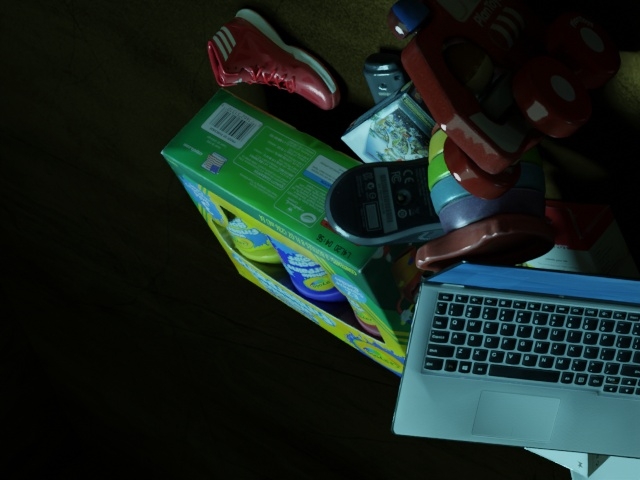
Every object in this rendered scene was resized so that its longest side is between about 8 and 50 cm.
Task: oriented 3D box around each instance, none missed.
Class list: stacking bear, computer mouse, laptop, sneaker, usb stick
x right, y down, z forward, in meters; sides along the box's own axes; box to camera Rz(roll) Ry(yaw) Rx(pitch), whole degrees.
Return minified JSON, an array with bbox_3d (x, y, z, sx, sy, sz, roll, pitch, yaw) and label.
[{"bbox_3d":[0.209,-0.118,1.883,0.175,0.164,0.289,-23,69,42],"label":"stacking bear"},{"bbox_3d":[0.143,-0.048,1.992,0.272,0.188,0.072,-5,166,4],"label":"computer mouse"},{"bbox_3d":[0.320,0.168,1.866,0.382,0.236,0.408,7,117,-5],"label":"laptop"},{"bbox_3d":[-0.084,-0.252,2.210,0.221,0.128,0.087,39,152,15],"label":"sneaker"},{"bbox_3d":[0.134,-0.157,2.130,0.077,0.045,0.278,12,137,41],"label":"usb stick"}]

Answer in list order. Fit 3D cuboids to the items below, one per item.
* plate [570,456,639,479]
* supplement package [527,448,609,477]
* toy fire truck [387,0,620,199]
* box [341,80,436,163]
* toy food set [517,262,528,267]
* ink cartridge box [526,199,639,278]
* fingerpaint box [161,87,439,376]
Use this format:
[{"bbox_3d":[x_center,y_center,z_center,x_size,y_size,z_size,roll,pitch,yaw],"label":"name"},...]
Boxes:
[{"bbox_3d":[0.521,0.368,2.304,0.277,0.045,0.278,21,144,39],"label":"plate"},{"bbox_3d":[0.340,0.202,2.183,0.262,0.145,0.204,21,131,38],"label":"supplement package"},{"bbox_3d":[0.198,-0.214,1.713,0.254,0.302,0.169,42,132,-3],"label":"toy fire truck"},{"bbox_3d":[0.164,-0.114,2.082,0.233,0.044,0.159,44,139,-13],"label":"box"},{"bbox_3d":[0.272,0.061,2.114,0.039,0.192,0.132,16,147,-21],"label":"toy food set"},{"bbox_3d":[0.363,0.021,2.020,0.134,0.078,0.231,7,134,49],"label":"ink cartridge box"},{"bbox_3d":[0.000,0.000,2.287,0.445,0.163,0.371,31,162,34],"label":"fingerpaint box"}]
